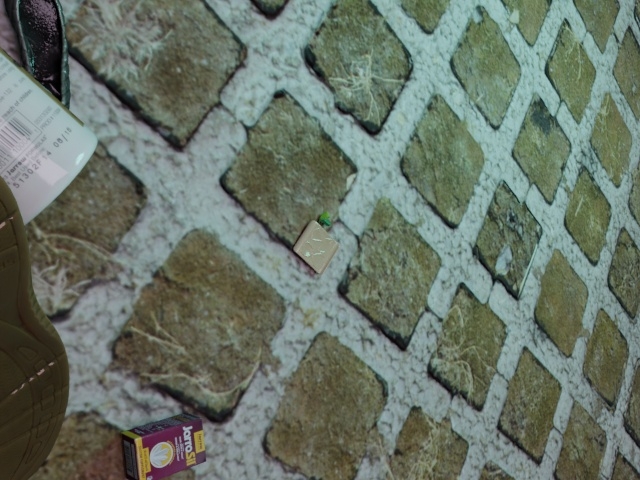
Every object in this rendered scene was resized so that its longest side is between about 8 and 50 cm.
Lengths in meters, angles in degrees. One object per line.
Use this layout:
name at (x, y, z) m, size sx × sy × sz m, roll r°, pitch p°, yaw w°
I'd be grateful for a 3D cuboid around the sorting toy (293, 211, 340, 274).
sorting toy at (0.000, 0.000, 0.858) m, size 0.062 × 0.012 × 0.083 m, roll 43°, pitch 65°, yaw -25°

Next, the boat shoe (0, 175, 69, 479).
boat shoe at (-0.309, 0.080, 0.510) m, size 0.122 × 0.110 × 0.341 m, roll -31°, pitch 133°, yaw -52°

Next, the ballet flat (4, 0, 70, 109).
ballet flat at (-0.285, -0.211, 0.607) m, size 0.058 × 0.049 × 0.173 m, roll -13°, pitch 96°, yaw -41°

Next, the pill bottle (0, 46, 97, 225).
pill bottle at (-0.327, -0.123, 0.513) m, size 0.229 × 0.131 × 0.131 m, roll 46°, pitch 60°, yaw -28°

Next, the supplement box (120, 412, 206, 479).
supplement box at (-0.179, 0.238, 0.673) m, size 0.083 × 0.043 × 0.054 m, roll -8°, pitch 91°, yaw -41°
